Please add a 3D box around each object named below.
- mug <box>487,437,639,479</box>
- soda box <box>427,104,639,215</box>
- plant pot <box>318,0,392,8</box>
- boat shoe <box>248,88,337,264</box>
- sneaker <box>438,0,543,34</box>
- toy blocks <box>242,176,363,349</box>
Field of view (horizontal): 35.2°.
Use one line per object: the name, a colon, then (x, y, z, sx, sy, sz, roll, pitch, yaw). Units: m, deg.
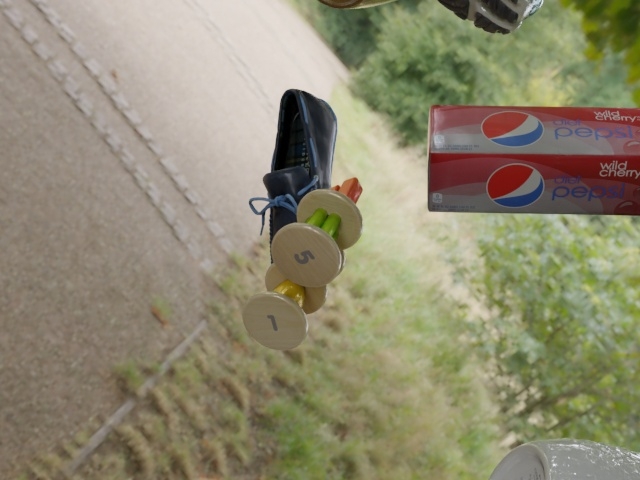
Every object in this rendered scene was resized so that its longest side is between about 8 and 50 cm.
mug: (0.384, 0.450, 1.338, 0.328, 0.276, 0.374, 27, 43, -13)
soda box: (0.245, -0.085, 1.069, 0.092, 0.263, 0.083, -83, 172, -48)
plant pot: (0.072, -0.441, 1.468, 0.237, 0.237, 0.254, 46, 41, -7)
boat shoe: (-0.041, -0.068, 1.266, 0.089, 0.109, 0.258, 30, 51, -50)
sneaker: (0.088, -0.268, 0.690, 0.107, 0.110, 0.275, 98, -30, -69)
toy blocks: (0.000, 0.000, 0.791, 0.054, 0.123, 0.148, 28, 36, 3)
